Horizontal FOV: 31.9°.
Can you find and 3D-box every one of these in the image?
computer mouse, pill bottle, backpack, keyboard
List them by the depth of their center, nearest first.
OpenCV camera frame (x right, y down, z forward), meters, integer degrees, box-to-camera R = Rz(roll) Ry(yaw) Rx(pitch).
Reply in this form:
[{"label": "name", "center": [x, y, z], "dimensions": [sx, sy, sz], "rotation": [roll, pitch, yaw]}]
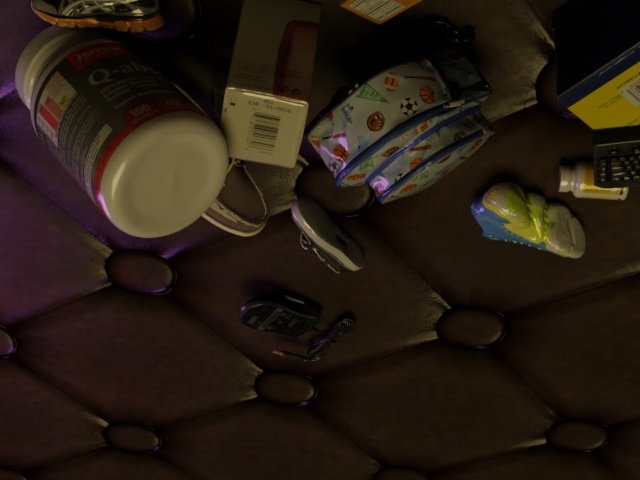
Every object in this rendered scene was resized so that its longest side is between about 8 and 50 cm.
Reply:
[{"label": "keyboard", "center": [0.556, -0.149, 1.618], "dimensions": [0.317, 0.033, 0.201], "rotation": [-5, 139, 12]}, {"label": "pill bottle", "center": [-0.317, -0.181, 1.719], "dimensions": [0.210, 0.363, 0.210], "rotation": [-26, 138, -26]}, {"label": "backpack", "center": [0.118, -0.177, 1.752], "dimensions": [0.263, 0.213, 0.276], "rotation": [-15, 158, -42]}, {"label": "pill bottle", "center": [0.476, -0.105, 1.957], "dimensions": [0.116, 0.065, 0.065], "rotation": [3, 140, 3]}, {"label": "computer mouse", "center": [-0.073, 0.180, 2.385], "dimensions": [0.262, 0.060, 0.184], "rotation": [14, 137, -26]}]

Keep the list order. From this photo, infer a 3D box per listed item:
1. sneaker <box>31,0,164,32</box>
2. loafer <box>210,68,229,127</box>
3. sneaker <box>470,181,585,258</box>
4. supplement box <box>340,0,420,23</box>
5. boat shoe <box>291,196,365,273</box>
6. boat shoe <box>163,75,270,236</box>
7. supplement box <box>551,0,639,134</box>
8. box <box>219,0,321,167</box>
[{"label": "sneaker", "center": [-0.349, -0.377, 1.753], "dimensions": [0.215, 0.084, 0.083], "rotation": [4, 115, 7]}, {"label": "loafer", "center": [-0.158, -0.230, 1.915], "dimensions": [0.061, 0.062, 0.170], "rotation": [31, 143, 10]}, {"label": "sneaker", "center": [0.376, -0.032, 2.062], "dimensions": [0.240, 0.091, 0.126], "rotation": [32, 153, -27]}, {"label": "supplement box", "center": [0.115, -0.384, 1.595], "dimensions": [0.080, 0.078, 0.233], "rotation": [22, 167, -23]}, {"label": "boat shoe", "center": [0.000, 0.000, 2.142], "dimensions": [0.070, 0.078, 0.219], "rotation": [-21, 135, 28]}, {"label": "boat shoe", "center": [-0.197, -0.143, 1.900], "dimensions": [0.324, 0.116, 0.097], "rotation": [49, 146, -8]}, {"label": "supplement box", "center": [0.539, -0.233, 1.694], "dimensions": [0.356, 0.194, 0.195], "rotation": [32, 134, -27]}, {"label": "box", "center": [-0.078, -0.250, 1.733], "dimensions": [0.127, 0.232, 0.148], "rotation": [10, 140, -4]}]
